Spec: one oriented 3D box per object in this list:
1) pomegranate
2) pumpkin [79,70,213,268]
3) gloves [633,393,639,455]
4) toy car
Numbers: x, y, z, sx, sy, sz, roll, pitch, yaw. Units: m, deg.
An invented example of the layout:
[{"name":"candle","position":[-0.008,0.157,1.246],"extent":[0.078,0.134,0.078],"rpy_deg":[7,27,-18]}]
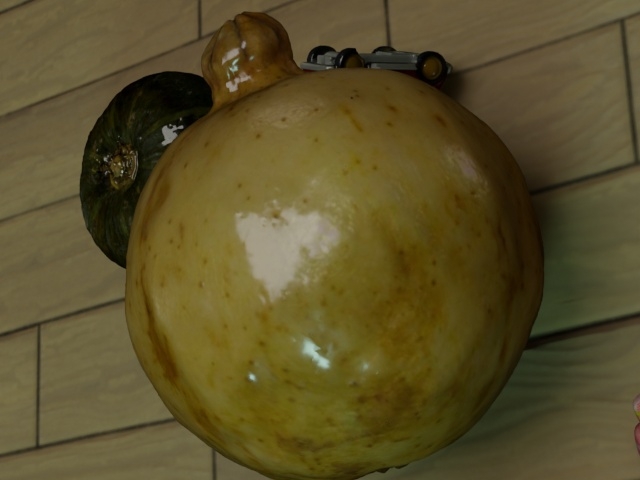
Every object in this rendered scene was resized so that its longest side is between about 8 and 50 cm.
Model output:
[{"name":"pomegranate","position":[0.000,0.000,1.382],"extent":[0.410,0.410,0.410],"rpy_deg":[-12,69,34]},{"name":"pumpkin","position":[-0.152,-0.068,1.673],"extent":[0.224,0.157,0.223],"rpy_deg":[-8,80,51]},{"name":"gloves","position":[0.324,0.207,1.255],"extent":[0.145,0.126,0.241],"rpy_deg":[-63,22,11]},{"name":"toy car","position":[0.051,-0.132,1.560],"extent":[0.112,0.139,0.112],"rpy_deg":[-159,69,-62]}]
